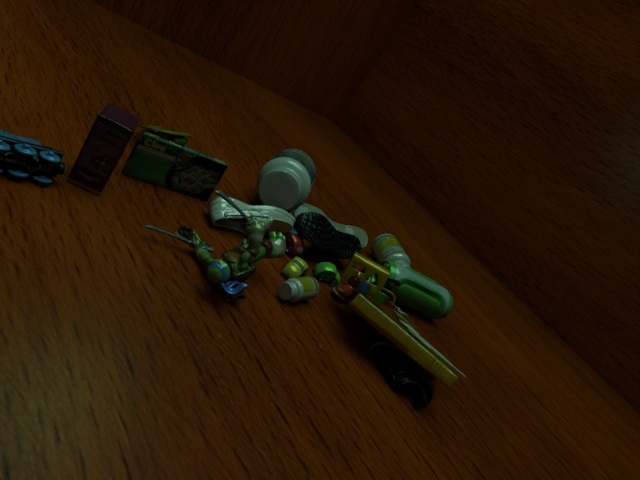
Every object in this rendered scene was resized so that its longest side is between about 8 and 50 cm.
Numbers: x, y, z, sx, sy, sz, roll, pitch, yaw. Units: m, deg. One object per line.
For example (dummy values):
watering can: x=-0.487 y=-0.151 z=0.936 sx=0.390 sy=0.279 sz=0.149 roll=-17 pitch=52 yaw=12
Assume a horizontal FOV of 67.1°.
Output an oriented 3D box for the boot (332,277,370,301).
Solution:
boot: x=0.098 y=0.140 z=1.494 sx=0.059 sy=0.084 sz=0.158 roll=47 pitch=25 yaw=22

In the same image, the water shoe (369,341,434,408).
water shoe: x=0.207 y=0.343 z=1.246 sx=0.203 sy=0.072 sz=0.080 roll=39 pitch=26 yaw=12

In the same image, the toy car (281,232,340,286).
toy car: x=-0.022 y=0.070 z=1.484 sx=0.225 sy=0.053 sz=0.239 roll=29 pitch=25 yaw=-23

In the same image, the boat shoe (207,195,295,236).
boat shoe: x=-0.199 y=-0.050 z=1.427 sx=0.277 sy=0.098 sz=0.096 roll=10 pitch=50 yaw=-30

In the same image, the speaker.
speaker: x=0.325 y=0.177 z=1.708 sx=0.297 sy=0.131 sz=0.131 roll=27 pitch=23 yaw=-24

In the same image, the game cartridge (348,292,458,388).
game cartridge: x=0.223 y=0.267 z=1.346 sx=0.324 sy=0.052 sz=0.285 roll=41 pitch=1 yaw=10

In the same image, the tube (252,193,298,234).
tube: x=-0.148 y=-0.074 z=1.618 sx=0.080 sy=0.052 sz=0.207 roll=-17 pitch=59 yaw=-48

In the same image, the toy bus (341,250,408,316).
toy bus: x=0.157 y=0.109 z=1.360 sx=0.191 sy=0.104 sz=0.202 roll=28 pitch=-2 yaw=45

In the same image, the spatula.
spatula: x=0.303 y=0.290 z=1.361 sx=0.242 sy=0.019 sz=0.168 roll=40 pitch=-1 yaw=-19

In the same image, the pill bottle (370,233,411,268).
pill bottle: x=0.279 y=0.074 z=1.869 sx=0.118 sy=0.117 sz=0.208 roll=25 pitch=23 yaw=-27

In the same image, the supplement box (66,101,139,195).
supplement box: x=-0.514 y=-0.217 z=1.145 sx=0.081 sy=0.188 sz=0.104 roll=28 pitch=22 yaw=-24

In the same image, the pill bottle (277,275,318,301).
pill bottle: x=-0.061 y=0.131 z=1.288 sx=0.065 sy=0.065 sz=0.116 roll=46 pitch=22 yaw=24

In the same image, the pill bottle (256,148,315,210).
pill bottle: x=-0.114 y=-0.198 z=1.603 sx=0.176 sy=0.176 sz=0.318 roll=34 pitch=17 yaw=-7

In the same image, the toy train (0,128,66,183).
toy train: x=-0.645 y=-0.183 z=1.028 sx=0.184 sy=0.080 sz=0.105 roll=10 pitch=27 yaw=-50

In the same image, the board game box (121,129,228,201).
board game box: x=-0.406 y=-0.205 z=1.365 sx=0.260 sy=0.136 sz=0.030 roll=18 pitch=29 yaw=-41

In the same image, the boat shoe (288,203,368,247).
boat shoe: x=0.015 y=-0.034 z=1.756 sx=0.335 sy=0.096 sz=0.112 roll=22 pitch=61 yaw=-25

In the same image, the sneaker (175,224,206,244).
sneaker: x=-0.323 y=-0.010 z=1.218 sx=0.083 sy=0.035 sz=0.031 roll=27 pitch=24 yaw=-24

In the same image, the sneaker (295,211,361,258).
sneaker: x=0.000 y=0.000 z=1.602 sx=0.283 sy=0.124 sz=0.107 roll=31 pitch=62 yaw=-39

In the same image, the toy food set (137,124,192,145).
toy food set: x=-0.515 y=-0.330 z=1.575 sx=0.128 sy=0.071 sz=0.218 roll=17 pitch=13 yaw=19

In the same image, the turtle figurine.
turtle figurine: x=-0.208 y=-0.008 z=1.168 sx=0.274 sy=0.198 sz=0.266 roll=47 pitch=17 yaw=11
